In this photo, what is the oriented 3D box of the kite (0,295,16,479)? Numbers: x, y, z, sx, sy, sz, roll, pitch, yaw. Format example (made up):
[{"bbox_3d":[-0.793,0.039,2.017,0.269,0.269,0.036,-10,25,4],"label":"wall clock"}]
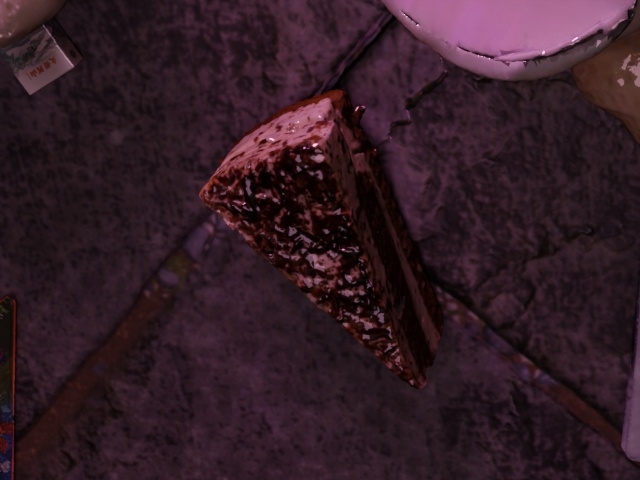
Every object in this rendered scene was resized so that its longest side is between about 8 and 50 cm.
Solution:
[{"bbox_3d":[-0.364,0.173,1.808,0.321,0.016,0.234,-32,104,27],"label":"kite"}]

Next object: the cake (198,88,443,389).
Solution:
[{"bbox_3d":[0.000,0.010,1.570,0.135,0.112,0.246,-12,116,24],"label":"cake"}]

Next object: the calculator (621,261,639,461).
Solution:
[{"bbox_3d":[0.336,0.076,1.556,0.161,0.021,0.261,6,118,13],"label":"calculator"}]

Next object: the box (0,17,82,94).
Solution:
[{"bbox_3d":[-0.246,-0.171,1.595,0.054,0.024,0.083,-29,105,25],"label":"box"}]

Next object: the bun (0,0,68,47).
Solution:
[{"bbox_3d":[-0.276,-0.269,1.482,0.239,0.141,0.239,0,126,0],"label":"bun"}]

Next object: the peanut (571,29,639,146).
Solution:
[{"bbox_3d":[0.295,-0.095,1.446,0.228,0.085,0.104,34,129,-4],"label":"peanut"}]

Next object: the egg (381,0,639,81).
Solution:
[{"bbox_3d":[0.158,-0.265,1.358,0.286,0.174,0.264,51,121,13],"label":"egg"}]
